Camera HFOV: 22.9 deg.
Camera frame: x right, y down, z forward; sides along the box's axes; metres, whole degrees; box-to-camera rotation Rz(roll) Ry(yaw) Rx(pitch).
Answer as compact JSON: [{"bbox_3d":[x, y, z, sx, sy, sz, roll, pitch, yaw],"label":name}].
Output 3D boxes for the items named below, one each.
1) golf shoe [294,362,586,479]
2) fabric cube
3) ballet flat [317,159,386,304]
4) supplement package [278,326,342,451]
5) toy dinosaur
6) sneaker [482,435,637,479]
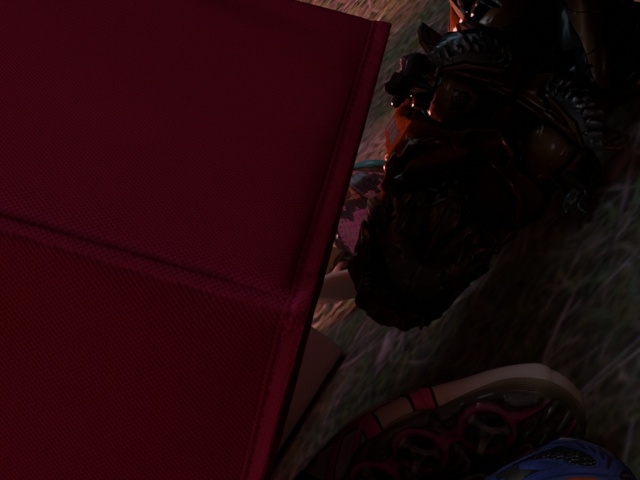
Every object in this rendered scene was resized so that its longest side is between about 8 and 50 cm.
[{"bbox_3d":[0.039,0.086,0.646,0.186,0.067,0.086,-38,20,44],"label":"golf shoe"},{"bbox_3d":[-0.134,0.029,0.669,0.254,0.258,0.259,-72,-3,-59],"label":"fabric cube"},{"bbox_3d":[0.000,0.000,0.958,0.221,0.076,0.079,-7,67,68],"label":"ballet flat"},{"bbox_3d":[-0.089,0.106,0.899,0.179,0.105,0.105,-57,14,-15],"label":"supplement package"},{"bbox_3d":[0.105,-0.113,0.769,0.218,0.164,0.322,124,156,-69],"label":"toy dinosaur"},{"bbox_3d":[0.034,0.147,0.541,0.221,0.083,0.087,-40,6,23],"label":"sneaker"}]
